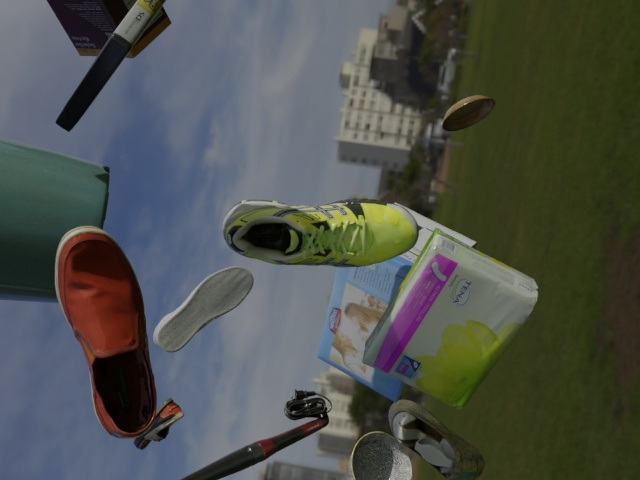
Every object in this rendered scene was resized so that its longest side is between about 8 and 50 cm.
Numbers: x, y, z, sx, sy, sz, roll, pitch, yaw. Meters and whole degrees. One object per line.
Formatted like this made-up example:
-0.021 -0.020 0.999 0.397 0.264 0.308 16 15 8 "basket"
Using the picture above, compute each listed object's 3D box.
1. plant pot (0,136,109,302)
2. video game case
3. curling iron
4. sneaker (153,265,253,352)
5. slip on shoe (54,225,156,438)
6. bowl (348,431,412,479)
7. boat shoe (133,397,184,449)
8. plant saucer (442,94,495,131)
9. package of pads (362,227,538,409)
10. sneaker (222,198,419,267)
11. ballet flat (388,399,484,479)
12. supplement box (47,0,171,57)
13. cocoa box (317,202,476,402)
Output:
-0.551 -0.036 1.605 0.341 0.334 0.341 -170 90 -73 "plant pot"
-0.313 -0.326 1.490 0.275 0.035 0.248 -33 27 51 "video game case"
-0.096 0.291 1.318 0.274 0.068 0.035 -27 -36 -33 "curling iron"
-0.309 0.170 2.362 0.292 0.108 0.169 -38 7 -17 "sneaker"
-0.307 0.139 1.369 0.101 0.123 0.331 5 108 66 "slip on shoe"
0.124 0.542 2.184 0.080 0.170 0.170 -37 34 50 "bowl"
-0.295 0.343 1.690 0.137 0.043 0.049 -50 -11 28 "boat shoe"
0.211 -0.186 1.334 0.083 0.083 0.015 83 165 -70 "plant saucer"
0.246 0.156 1.748 0.296 0.229 0.101 -62 4 26 "package of pads"
0.000 0.000 1.797 0.147 0.385 0.145 -89 -3 -74 "sneaker"
0.264 0.505 2.364 0.349 0.123 0.123 28 118 48 "ballet flat"
-0.455 -0.501 1.948 0.129 0.191 0.194 -52 -45 -30 "supplement box"
0.168 0.137 2.093 0.228 0.231 0.347 -32 -39 -50 "cocoa box"
